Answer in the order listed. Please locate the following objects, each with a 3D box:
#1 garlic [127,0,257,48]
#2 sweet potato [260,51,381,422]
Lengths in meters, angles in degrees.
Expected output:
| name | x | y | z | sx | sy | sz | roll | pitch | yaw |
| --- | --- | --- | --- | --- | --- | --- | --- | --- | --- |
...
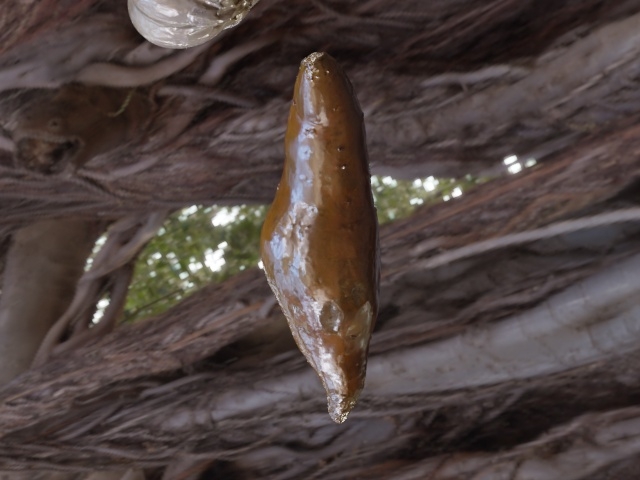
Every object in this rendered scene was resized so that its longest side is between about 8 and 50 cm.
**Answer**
| name | x | y | z | sx | sy | sz | roll | pitch | yaw |
| --- | --- | --- | --- | --- | --- | --- | --- | --- | --- |
| garlic | -0.150 | -0.343 | 1.315 | 0.152 | 0.228 | 0.228 | 34 | -135 | -1 |
| sweet potato | 0.001 | 0.004 | 0.899 | 0.112 | 0.112 | 0.359 | -35 | -53 | -49 |
